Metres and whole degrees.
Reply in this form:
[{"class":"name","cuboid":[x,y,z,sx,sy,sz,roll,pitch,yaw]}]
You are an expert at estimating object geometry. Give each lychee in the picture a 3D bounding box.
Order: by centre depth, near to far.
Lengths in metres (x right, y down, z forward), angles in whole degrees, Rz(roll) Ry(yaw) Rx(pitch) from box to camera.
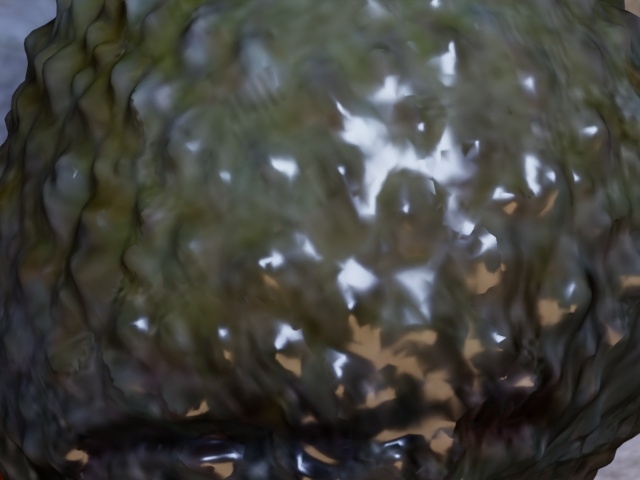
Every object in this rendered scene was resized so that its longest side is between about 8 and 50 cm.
[{"class":"lychee","cuboid":[0.000,0.000,0.640,0.255,0.274,0.255,-21,166,-6]}]

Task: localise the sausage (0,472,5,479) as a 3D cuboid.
[{"class":"sausage","cuboid":[-0.192,0.061,0.683,0.153,0.141,0.268,-40,132,8]}]
